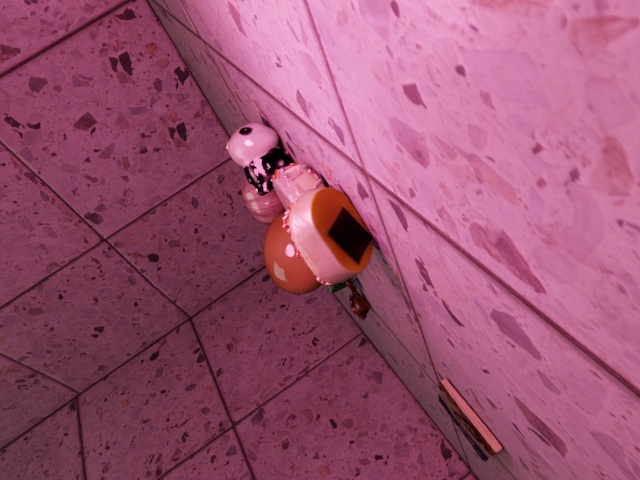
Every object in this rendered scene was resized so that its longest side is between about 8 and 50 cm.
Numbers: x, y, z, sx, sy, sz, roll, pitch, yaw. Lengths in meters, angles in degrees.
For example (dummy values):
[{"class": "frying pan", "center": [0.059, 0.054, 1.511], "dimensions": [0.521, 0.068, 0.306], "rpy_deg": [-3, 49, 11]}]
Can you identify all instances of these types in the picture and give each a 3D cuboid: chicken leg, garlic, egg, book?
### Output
[{"class": "chicken leg", "center": [0.192, 0.295, 2.312], "dimensions": [0.113, 0.093, 0.305], "rpy_deg": [27, 148, 39]}, {"class": "garlic", "center": [-0.232, -0.218, 2.081], "dimensions": [0.317, 0.259, 0.318], "rpy_deg": [-5, -90, -73]}, {"class": "egg", "center": [-0.101, 0.051, 1.961], "dimensions": [0.301, 0.300, 0.375], "rpy_deg": [96, 167, -80]}, {"class": "book", "center": [0.579, 0.717, 1.750], "dimensions": [0.300, 0.039, 0.428], "rpy_deg": [51, 172, 32]}]

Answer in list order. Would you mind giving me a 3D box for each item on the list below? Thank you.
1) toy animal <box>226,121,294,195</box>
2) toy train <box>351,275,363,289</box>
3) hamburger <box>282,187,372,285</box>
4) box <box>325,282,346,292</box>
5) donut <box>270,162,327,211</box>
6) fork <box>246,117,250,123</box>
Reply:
[{"class": "toy animal", "center": [-0.226, -0.327, 1.717], "dimensions": [0.267, 0.212, 0.212], "rpy_deg": [60, 173, -9]}, {"class": "toy train", "center": [0.176, 0.204, 2.167], "dimensions": [0.045, 0.029, 0.092], "rpy_deg": [35, 159, 51]}, {"class": "hamburger", "center": [0.025, -0.016, 1.304], "dimensions": [0.151, 0.227, 0.295], "rpy_deg": [-21, 106, 52]}, {"class": "box", "center": [0.062, 0.189, 2.413], "dimensions": [0.250, 0.102, 0.180], "rpy_deg": [150, 102, -84]}, {"class": "donut", "center": [-0.025, -0.106, 1.552], "dimensions": [0.383, 0.142, 0.383], "rpy_deg": [54, 173, 10]}, {"class": "fork", "center": [-0.319, -0.510, 2.221], "dimensions": [0.235, 0.021, 0.039], "rpy_deg": [59, 170, -32]}]
